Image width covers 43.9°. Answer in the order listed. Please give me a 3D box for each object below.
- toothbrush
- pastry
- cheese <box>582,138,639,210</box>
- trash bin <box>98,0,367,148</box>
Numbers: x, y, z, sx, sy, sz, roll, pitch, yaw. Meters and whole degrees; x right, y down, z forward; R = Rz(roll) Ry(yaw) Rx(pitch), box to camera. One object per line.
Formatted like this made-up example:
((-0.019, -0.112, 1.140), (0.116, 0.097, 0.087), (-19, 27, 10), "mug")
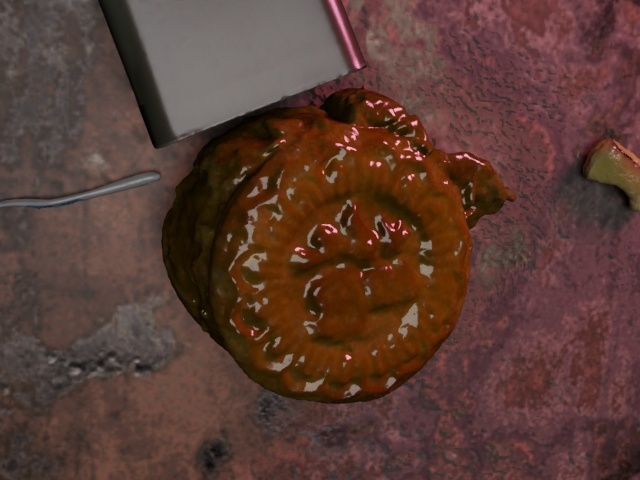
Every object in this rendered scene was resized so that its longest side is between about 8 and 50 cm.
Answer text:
((-0.209, -0.036, 0.639), (0.162, 0.014, 0.017), (-16, 90, -8), "toothbrush")
((0.000, 0.000, 0.632), (0.240, 0.132, 0.235), (27, 88, -29), "pastry")
((0.278, -0.057, 0.727), (0.083, 0.030, 0.044), (32, 114, -20), "cheese")
((-0.087, -0.208, 0.576), (0.164, 0.122, 0.241), (-22, 103, -7), "trash bin")
